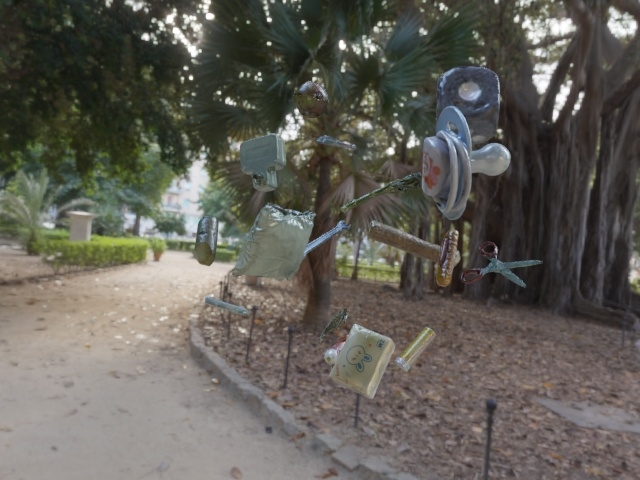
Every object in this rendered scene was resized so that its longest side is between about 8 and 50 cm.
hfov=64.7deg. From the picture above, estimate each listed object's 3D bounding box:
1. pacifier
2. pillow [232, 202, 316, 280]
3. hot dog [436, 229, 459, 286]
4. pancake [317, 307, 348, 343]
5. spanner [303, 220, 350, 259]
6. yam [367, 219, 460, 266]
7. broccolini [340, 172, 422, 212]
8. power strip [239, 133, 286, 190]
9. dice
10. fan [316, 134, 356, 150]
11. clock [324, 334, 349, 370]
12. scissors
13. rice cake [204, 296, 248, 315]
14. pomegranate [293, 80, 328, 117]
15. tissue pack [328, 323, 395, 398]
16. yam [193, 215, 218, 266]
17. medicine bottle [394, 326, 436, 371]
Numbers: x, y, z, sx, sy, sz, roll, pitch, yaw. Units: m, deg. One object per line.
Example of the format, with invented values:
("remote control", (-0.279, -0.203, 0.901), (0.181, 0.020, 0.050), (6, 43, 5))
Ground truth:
("pacifier", (0.387, -0.198, 1.315), (0.232, 0.300, 0.244), (-10, 32, -10))
("pillow", (-0.164, 0.011, 1.848), (0.283, 0.310, 0.138), (4, 26, -47))
("hot dog", (0.428, 0.057, 1.729), (0.047, 0.216, 0.066), (28, -26, -20))
("pancake", (0.059, 0.362, 2.145), (0.020, 0.184, 0.190), (40, -19, -6))
("spanner", (0.000, 0.000, 2.123), (0.301, 0.018, 0.071), (-34, 51, -22))
("yam", (0.345, 0.015, 1.878), (0.356, 0.081, 0.081), (20, 1, 7))
("broccolini", (0.276, -0.193, 2.197), (0.391, 0.079, 0.074), (-26, 39, -9))
("power strip", (-0.296, -0.383, 2.508), (0.229, 0.261, 0.141), (-8, -8, 26))
("dice", (0.446, -0.409, 1.550), (0.182, 0.182, 0.183), (3, -19, 12))
("fan", (0.074, -0.433, 2.232), (0.057, 0.023, 0.282), (-36, 34, -20))
("clock", (0.097, 0.511, 2.166), (0.092, 0.166, 0.162), (-31, 8, 43))
("scissors", (0.492, 0.073, 1.382), (0.017, 0.144, 0.247), (38, -8, -20))
("rice cake", (-0.423, 0.297, 2.287), (0.210, 0.034, 0.043), (15, -11, 12))
("pomegranate", (-0.048, -0.620, 2.240), (0.159, 0.160, 0.205), (5, 5, -17))
("tissue pack", (0.138, 0.390, 1.645), (0.148, 0.196, 0.092), (19, -20, 24))
("yam", (-0.346, 0.002, 1.530), (0.069, 0.147, 0.070), (1, -29, 0))
("medicine bottle", (0.433, 0.491, 2.296), (0.074, 0.218, 0.074), (41, -14, 12))
